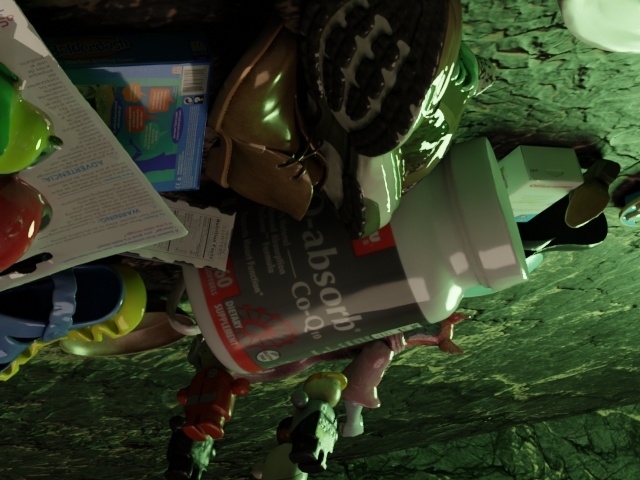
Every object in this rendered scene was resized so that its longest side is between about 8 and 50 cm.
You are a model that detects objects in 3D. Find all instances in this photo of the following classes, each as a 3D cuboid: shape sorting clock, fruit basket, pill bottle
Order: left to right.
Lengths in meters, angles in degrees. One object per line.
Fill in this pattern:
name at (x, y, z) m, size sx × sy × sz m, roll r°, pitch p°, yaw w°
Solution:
fruit basket at (-0.326, -0.063, 1.031) m, size 0.327 × 0.165 × 0.353 m, roll -16°, pitch 149°, yaw 12°
pill bottle at (0.041, 0.012, 1.444) m, size 0.363 × 0.210 × 0.210 m, roll -17°, pitch 159°, yaw 13°
shape sorting clock at (0.524, -0.059, 1.768) m, size 0.206 × 0.040 × 0.206 m, roll -10°, pitch 160°, yaw -4°

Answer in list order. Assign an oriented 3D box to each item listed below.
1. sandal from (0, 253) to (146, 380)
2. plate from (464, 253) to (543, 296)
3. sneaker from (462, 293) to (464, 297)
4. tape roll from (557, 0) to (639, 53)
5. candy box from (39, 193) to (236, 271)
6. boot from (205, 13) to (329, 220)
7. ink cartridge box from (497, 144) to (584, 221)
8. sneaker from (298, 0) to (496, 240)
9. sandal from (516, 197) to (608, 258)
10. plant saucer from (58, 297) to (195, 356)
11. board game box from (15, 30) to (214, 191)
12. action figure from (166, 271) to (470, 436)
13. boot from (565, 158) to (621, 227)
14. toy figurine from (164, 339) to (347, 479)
sandal at (-0.387, 0.092, 1.577) m, size 0.317 × 0.126 × 0.138 m, roll -24°, pitch 154°, yaw 11°
plate at (0.258, 0.057, 1.959) m, size 0.188 × 0.024 × 0.188 m, roll -10°, pitch 161°, yaw -4°
sneaker at (0.169, 0.081, 1.938) m, size 0.119 × 0.047 × 0.057 m, roll -1°, pitch 174°, yaw 26°
tape roll at (0.319, -0.264, 1.009) m, size 0.286 × 0.100 × 0.286 m, roll -10°, pitch 160°, yaw -4°
candy box at (-0.217, -0.021, 1.320) m, size 0.165 × 0.070 × 0.196 m, roll 9°, pitch 178°, yaw 42°
boot at (-0.036, -0.107, 1.163) m, size 0.112 × 0.115 × 0.305 m, roll -52°, pitch 173°, yaw -17°
ink cartridge box at (0.256, -0.070, 1.570) m, size 0.088 × 0.052 × 0.122 m, roll 0°, pitch 158°, yaw -31°
sneaker at (0.086, -0.156, 1.182) m, size 0.182 × 0.158 × 0.410 m, roll -32°, pitch 167°, yaw -18°
sandal at (0.279, -0.018, 1.681) m, size 0.254 × 0.097 × 0.054 m, roll -14°, pitch 164°, yaw -24°
plant saucer at (-0.283, 0.123, 1.821) m, size 0.199 × 0.036 × 0.198 m, roll -11°, pitch 160°, yaw -4°
board game box at (-0.210, -0.110, 1.133) m, size 0.210 × 0.047 × 0.160 m, roll -5°, pitch 137°, yaw -18°
action figure at (0.021, 0.100, 1.696) m, size 0.370 × 0.248 × 0.275 m, roll -4°, pitch 137°, yaw 23°
boot at (0.338, -0.056, 1.593) m, size 0.118 × 0.042 × 0.087 m, roll -47°, pitch -177°, yaw -13°
toy figurine at (-0.085, 0.232, 1.594) m, size 0.209 × 0.148 × 0.213 m, roll 16°, pitch 140°, yaw -5°
